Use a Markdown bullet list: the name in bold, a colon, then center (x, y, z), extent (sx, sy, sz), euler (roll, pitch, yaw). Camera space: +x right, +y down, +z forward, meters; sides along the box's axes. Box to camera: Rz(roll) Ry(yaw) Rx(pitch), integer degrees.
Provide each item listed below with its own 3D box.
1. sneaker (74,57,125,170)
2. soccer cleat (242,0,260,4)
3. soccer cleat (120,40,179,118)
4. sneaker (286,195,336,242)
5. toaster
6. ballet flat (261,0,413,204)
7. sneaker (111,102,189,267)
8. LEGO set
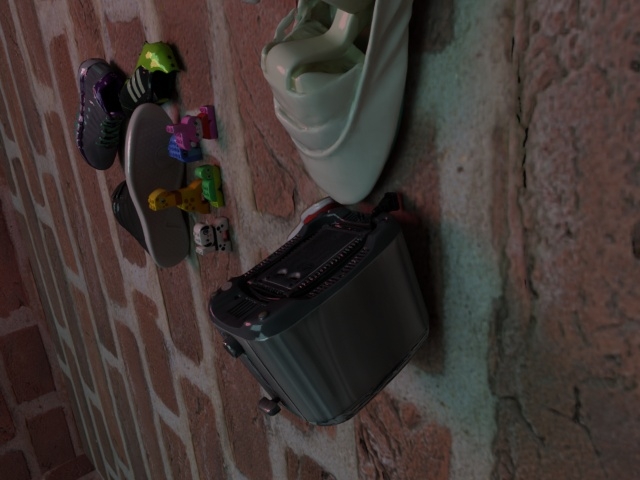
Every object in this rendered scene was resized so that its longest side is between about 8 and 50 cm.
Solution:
- **sneaker**: center (-0.411, -0.222, 1.062), extent (0.098, 0.083, 0.224), euler (35, 131, 32)
- **soccer cleat**: center (-0.029, -0.366, 0.487), extent (0.143, 0.116, 0.331), euler (31, 128, -15)
- **soccer cleat**: center (-0.272, -0.237, 0.891), extent (0.179, 0.060, 0.072), euler (-42, 74, 49)
- **sneaker**: center (0.000, 0.000, 0.661), extent (0.067, 0.042, 0.118), euler (63, 152, 16)
- **toaster**: center (0.014, 0.068, 0.554), extent (0.129, 0.227, 0.146), euler (11, 132, 51)
- **ballet flat**: center (0.012, -0.195, 0.477), extent (0.139, 0.139, 0.400), euler (43, 137, 32)
- **sneaker**: center (-0.308, -0.103, 0.959), extent (0.147, 0.104, 0.296), euler (31, 134, 35)
- **LEGO set**: center (-0.208, -0.084, 0.849), extent (0.087, 0.093, 0.227), euler (20, 122, 47)
